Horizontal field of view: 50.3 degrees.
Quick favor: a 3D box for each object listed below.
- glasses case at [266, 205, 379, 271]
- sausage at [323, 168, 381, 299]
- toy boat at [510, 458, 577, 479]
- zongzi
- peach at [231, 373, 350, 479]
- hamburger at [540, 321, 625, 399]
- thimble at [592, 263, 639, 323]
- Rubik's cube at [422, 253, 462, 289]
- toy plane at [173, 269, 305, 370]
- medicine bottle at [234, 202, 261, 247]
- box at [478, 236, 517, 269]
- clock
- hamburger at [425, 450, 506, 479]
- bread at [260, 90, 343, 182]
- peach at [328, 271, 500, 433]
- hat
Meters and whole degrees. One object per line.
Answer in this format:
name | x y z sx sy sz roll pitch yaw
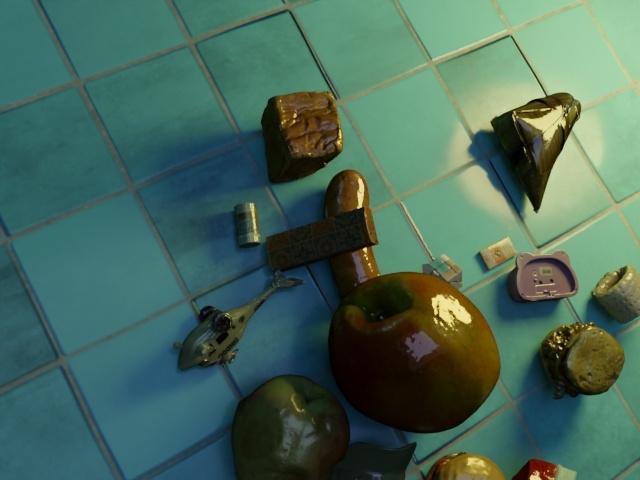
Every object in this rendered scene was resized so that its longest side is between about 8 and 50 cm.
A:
glasses case | 0.000 0.000 1.331 0.218 0.049 0.075 -17 78 22
sausage | 0.061 -0.013 1.393 0.108 0.109 0.271 -2 77 -16
toy boat | 0.395 0.577 1.296 0.133 0.145 0.332 31 74 6
zongzi | 0.531 -0.211 1.569 0.221 0.112 0.242 -24 91 -20
peach | -0.067 0.361 1.216 0.214 0.214 0.235 31 92 -5
hamburger | 0.540 0.260 1.437 0.159 0.131 0.185 41 76 -11
thimble | 0.678 0.118 1.522 0.090 0.102 0.115 47 40 1
Rubik's cube | 0.252 0.084 1.429 0.073 0.075 0.084 -31 124 -20
toy plane | -0.156 0.150 1.301 0.286 0.092 0.108 -44 111 -20
medicine bottle | -0.146 -0.030 1.368 0.047 0.047 0.083 -5 77 -16
box | 0.394 0.028 1.515 0.083 0.012 0.046 -25 84 -21
clock | 0.485 0.081 1.506 0.152 0.050 0.110 -3 77 -16
hamburger | 0.279 0.487 1.308 0.162 0.115 0.162 3 76 -12
bread | -0.039 -0.211 1.389 0.149 0.158 0.143 -11 80 -13
peach | 0.175 0.214 1.265 0.332 0.307 0.308 43 65 -37
hat | 0.102 0.446 1.247 0.166 0.173 0.144 5 67 -12
